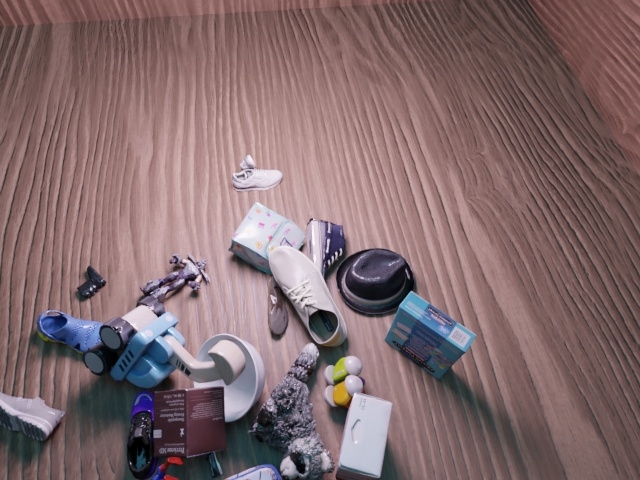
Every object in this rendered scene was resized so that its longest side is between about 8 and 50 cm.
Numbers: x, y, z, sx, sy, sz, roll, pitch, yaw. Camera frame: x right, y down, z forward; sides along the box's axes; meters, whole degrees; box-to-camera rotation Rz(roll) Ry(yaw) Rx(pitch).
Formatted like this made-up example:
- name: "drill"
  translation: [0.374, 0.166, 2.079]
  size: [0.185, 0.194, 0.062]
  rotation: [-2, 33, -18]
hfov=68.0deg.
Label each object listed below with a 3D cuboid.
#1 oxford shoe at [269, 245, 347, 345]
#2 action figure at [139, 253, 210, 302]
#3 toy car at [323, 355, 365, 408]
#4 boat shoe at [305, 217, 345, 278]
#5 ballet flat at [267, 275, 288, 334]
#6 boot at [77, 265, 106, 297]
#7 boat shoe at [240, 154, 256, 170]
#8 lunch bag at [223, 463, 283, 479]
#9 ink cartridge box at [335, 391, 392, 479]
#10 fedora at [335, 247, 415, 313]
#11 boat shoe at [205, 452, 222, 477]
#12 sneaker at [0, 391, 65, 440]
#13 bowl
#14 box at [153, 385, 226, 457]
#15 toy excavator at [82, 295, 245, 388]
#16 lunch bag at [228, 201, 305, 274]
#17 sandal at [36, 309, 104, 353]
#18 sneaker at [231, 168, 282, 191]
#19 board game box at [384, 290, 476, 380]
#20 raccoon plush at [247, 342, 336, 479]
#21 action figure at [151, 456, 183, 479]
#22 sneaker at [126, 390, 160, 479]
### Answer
- name: "oxford shoe"
  translation: [-0.051, 0.208, 1.810]
  size: [0.169, 0.130, 0.449]
  rotation: [-35, 80, 13]
- name: "action figure"
  translation: [-0.573, 0.153, 1.912]
  size: [0.285, 0.099, 0.185]
  rotation: [-34, 61, -24]
- name: "toy car"
  translation: [0.102, 0.515, 1.705]
  size: [0.136, 0.159, 0.182]
  rotation: [33, 38, -28]
- name: "boat shoe"
  translation: [0.029, 0.069, 1.979]
  size: [0.158, 0.127, 0.340]
  rotation: [6, 68, -18]
- name: "ballet flat"
  translation: [-0.182, 0.258, 1.894]
  size: [0.084, 0.058, 0.249]
  rotation: [14, 58, -36]
- name: "boot"
  translation: [-0.938, 0.169, 1.917]
  size: [0.121, 0.045, 0.099]
  rotation: [39, 68, 19]
- name: "boat shoe"
  translation: [-0.340, -0.353, 2.191]
  size: [0.063, 0.184, 0.066]
  rotation: [-31, 104, -8]
- name: "lunch bag"
  translation: [-0.230, 0.863, 1.490]
  size: [0.304, 0.115, 0.243]
  rotation: [-18, 63, -11]
- name: "ink cartridge box"
  translation: [0.133, 0.647, 1.521]
  size: [0.131, 0.306, 0.226]
  rotation: [13, 60, 5]
- name: "fedora"
  translation: [0.230, 0.134, 1.925]
  size: [0.334, 0.152, 0.333]
  rotation: [1, 59, -2]
- name: "boat shoe"
  translation: [-0.369, 0.735, 1.599]
  size: [0.038, 0.046, 0.125]
  rotation: [-21, 70, -20]
- name: "sneaker"
  translation: [-1.019, 0.594, 1.644]
  size: [0.281, 0.105, 0.115]
  rotation: [20, 26, 14]
- name: "bowl"
  translation: [-0.298, 0.476, 1.673]
  size: [0.298, 0.134, 0.297]
  rotation: [-5, 80, 32]
- name: "box"
  translation: [-0.428, 0.589, 1.552]
  size: [0.169, 0.167, 0.203]
  rotation: [-16, 70, 31]
- name: "toy excavator"
  translation: [-0.518, 0.394, 1.630]
  size: [0.445, 0.433, 0.222]
  rotation: [42, 27, 2]
- name: "lunch bag"
  translation: [-0.217, 0.002, 1.986]
  size: [0.262, 0.160, 0.223]
  rotation: [29, 58, -1]
- name: "sandal"
  translation: [-0.919, 0.337, 1.762]
  size: [0.318, 0.138, 0.126]
  rotation: [10, 57, 1]
- name: "sneaker"
  translation: [-0.291, -0.290, 2.193]
  size: [0.235, 0.094, 0.090]
  rotation: [-14, 59, -12]
- name: "board game box"
  translation: [0.377, 0.348, 1.695]
  size: [0.254, 0.336, 0.079]
  rotation: [35, 64, 17]
- name: "raccoon plush"
  translation: [-0.029, 0.589, 1.617]
  size: [0.299, 0.216, 0.446]
  rotation: [31, 62, 9]
- name: "action figure"
  translation: [-0.488, 0.783, 1.482]
  size: [0.139, 0.280, 0.091]
  rotation: [33, 32, -25]
- name: "sneaker"
  translation: [-0.591, 0.641, 1.585]
  size: [0.102, 0.146, 0.293]
  rotation: [-9, 60, -8]
